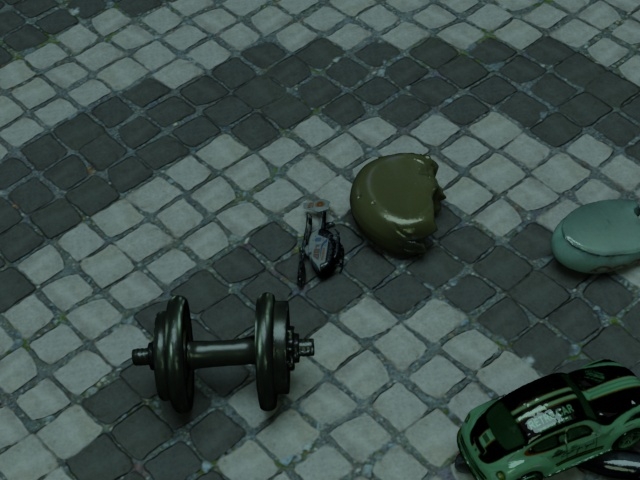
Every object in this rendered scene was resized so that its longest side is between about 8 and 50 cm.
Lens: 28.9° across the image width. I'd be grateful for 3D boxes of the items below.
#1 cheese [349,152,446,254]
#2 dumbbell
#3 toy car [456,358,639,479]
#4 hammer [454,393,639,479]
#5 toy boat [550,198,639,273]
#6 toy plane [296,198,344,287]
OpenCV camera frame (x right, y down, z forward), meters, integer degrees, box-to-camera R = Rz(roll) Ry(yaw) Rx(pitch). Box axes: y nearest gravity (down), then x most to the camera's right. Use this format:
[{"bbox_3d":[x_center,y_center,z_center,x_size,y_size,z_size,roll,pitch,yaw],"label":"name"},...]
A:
[{"bbox_3d":[0.143,-0.060,2.228,0.175,0.091,0.202,-8,50,-4],"label":"cheese"},{"bbox_3d":[-0.154,0.178,1.968,0.290,0.192,0.192,-3,48,1],"label":"dumbbell"},{"bbox_3d":[0.355,0.263,1.847,0.306,0.125,0.136,-21,51,-9],"label":"toy car"},{"bbox_3d":[0.361,0.317,1.906,0.290,0.037,0.137,9,51,13],"label":"hammer"},{"bbox_3d":[0.495,0.001,2.170,0.208,0.079,0.134,-16,56,-24],"label":"toy boat"},{"bbox_3d":[0.001,-0.001,2.213,0.078,0.053,0.197,-6,51,11],"label":"toy plane"}]
